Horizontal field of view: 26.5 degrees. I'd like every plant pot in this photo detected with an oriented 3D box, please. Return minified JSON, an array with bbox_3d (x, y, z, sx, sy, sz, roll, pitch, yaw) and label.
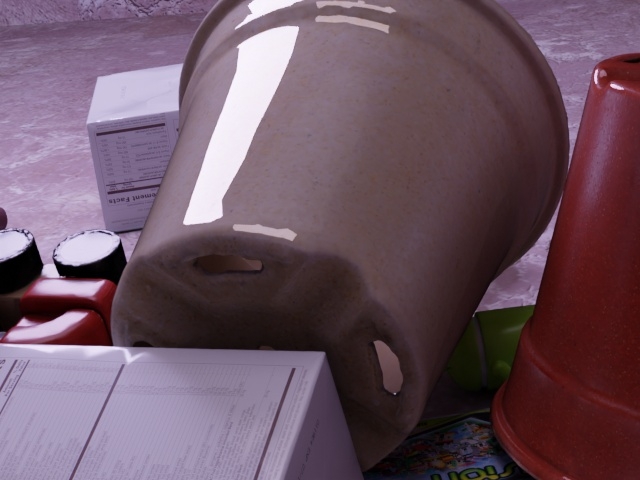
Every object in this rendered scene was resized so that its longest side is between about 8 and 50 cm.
[{"bbox_3d":[0.268,0.020,0.927,0.272,0.265,0.272,5,19,-2],"label":"plant pot"},{"bbox_3d":[0.000,0.000,1.017,0.333,0.334,0.305,0,36,19],"label":"plant pot"}]

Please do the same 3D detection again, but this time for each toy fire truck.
[{"bbox_3d":[-0.272,0.087,1.045,0.217,0.159,0.246,2,34,18],"label":"toy fire truck"}]

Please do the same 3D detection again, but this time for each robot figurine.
[{"bbox_3d":[0.154,0.090,1.136,0.115,0.067,0.101,-8,25,-1],"label":"robot figurine"}]

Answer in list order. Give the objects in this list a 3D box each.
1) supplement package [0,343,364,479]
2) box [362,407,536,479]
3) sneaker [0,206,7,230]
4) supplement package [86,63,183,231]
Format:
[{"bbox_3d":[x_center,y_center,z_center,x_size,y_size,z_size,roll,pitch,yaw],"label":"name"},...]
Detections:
[{"bbox_3d":[-0.113,0.161,0.884,0.244,0.134,0.139,0,41,19],"label":"supplement package"},{"bbox_3d":[0.105,0.166,0.987,0.206,0.036,0.114,-8,20,-4],"label":"box"},{"bbox_3d":[-0.411,0.047,1.338,0.281,0.106,0.162,-31,-5,25],"label":"sneaker"},{"bbox_3d":[-0.182,-0.130,1.748,0.204,0.145,0.262,-9,20,-3],"label":"supplement package"}]
